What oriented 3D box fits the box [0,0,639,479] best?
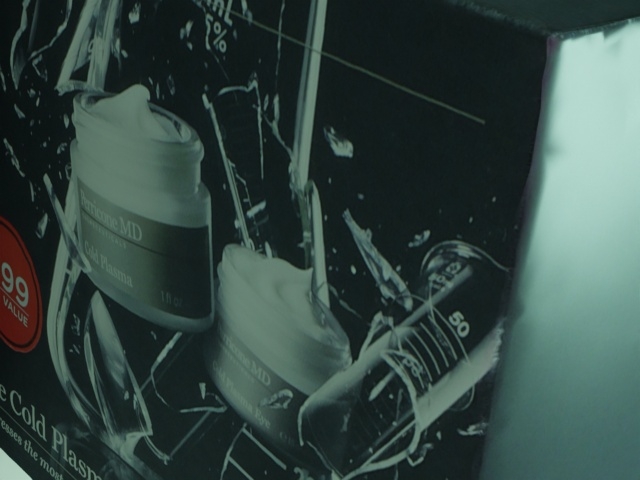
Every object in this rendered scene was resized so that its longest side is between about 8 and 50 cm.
[{"bbox_3d":[0.000,0.000,0.559,0.179,0.343,0.312,-16,122,-39],"label":"box"}]
